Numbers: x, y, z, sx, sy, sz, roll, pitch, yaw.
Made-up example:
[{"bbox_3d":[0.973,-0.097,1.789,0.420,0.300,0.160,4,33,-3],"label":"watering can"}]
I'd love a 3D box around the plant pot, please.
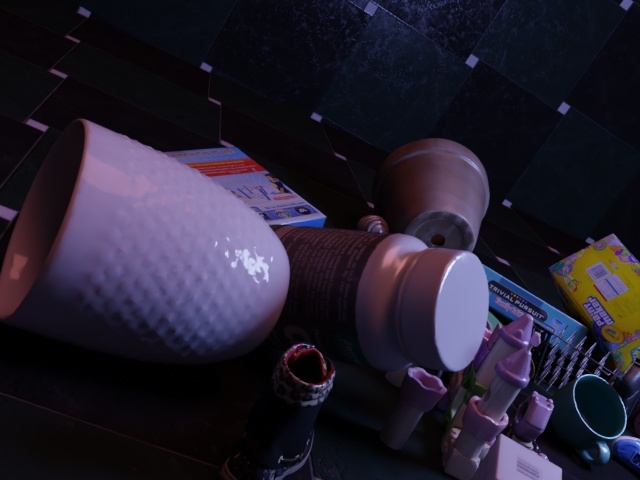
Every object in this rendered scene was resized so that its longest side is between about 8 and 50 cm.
[{"bbox_3d":[0.303,-0.069,2.205,0.323,0.323,0.280,24,29,-13],"label":"plant pot"}]

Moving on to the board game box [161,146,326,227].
[{"bbox_3d":[-0.202,-0.072,1.654,0.308,0.086,0.302,-11,40,-46],"label":"board game box"}]

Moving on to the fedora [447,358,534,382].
[{"bbox_3d":[0.301,0.246,1.555,0.194,0.194,0.079,26,53,-7],"label":"fedora"}]

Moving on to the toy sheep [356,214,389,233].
[{"bbox_3d":[0.139,-0.023,2.150,0.091,0.091,0.132,20,0,-25],"label":"toy sheep"}]

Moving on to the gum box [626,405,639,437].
[{"bbox_3d":[0.780,0.361,1.830,0.107,0.188,0.062,20,17,-26],"label":"gum box"}]

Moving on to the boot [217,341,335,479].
[{"bbox_3d":[-0.030,0.207,1.040,0.085,0.178,0.236,31,18,10],"label":"boot"}]

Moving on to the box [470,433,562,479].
[{"bbox_3d":[0.215,0.350,1.017,0.091,0.170,0.130,29,17,7],"label":"box"}]

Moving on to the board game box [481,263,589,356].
[{"bbox_3d":[0.461,0.160,1.986,0.336,0.079,0.254,33,-2,15],"label":"board game box"}]

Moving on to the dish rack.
[{"bbox_3d":[0.522,0.267,1.715,0.272,0.208,0.074,35,54,27],"label":"dish rack"}]

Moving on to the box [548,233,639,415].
[{"bbox_3d":[0.706,0.196,1.939,0.279,0.177,0.290,57,7,-40],"label":"box"}]

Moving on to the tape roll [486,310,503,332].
[{"bbox_3d":[0.247,0.164,1.782,0.321,0.077,0.321,26,16,-8],"label":"tape roll"}]

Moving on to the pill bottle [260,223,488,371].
[{"bbox_3d":[0.054,0.085,1.259,0.361,0.204,0.204,5,1,36],"label":"pill bottle"}]

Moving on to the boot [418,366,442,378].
[{"bbox_3d":[0.091,0.159,1.542,0.229,0.091,0.262,-2,52,-30],"label":"boot"}]

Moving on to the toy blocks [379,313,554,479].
[{"bbox_3d":[0.286,0.224,1.343,0.309,0.260,0.288,27,16,-1],"label":"toy blocks"}]

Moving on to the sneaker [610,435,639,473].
[{"bbox_3d":[0.640,0.439,1.609,0.152,0.058,0.084,35,8,1],"label":"sneaker"}]

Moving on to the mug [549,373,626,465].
[{"bbox_3d":[0.499,0.343,1.589,0.129,0.097,0.157,42,48,0],"label":"mug"}]

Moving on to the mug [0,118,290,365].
[{"bbox_3d":[-0.240,0.016,1.155,0.328,0.276,0.374,23,4,-29],"label":"mug"}]
